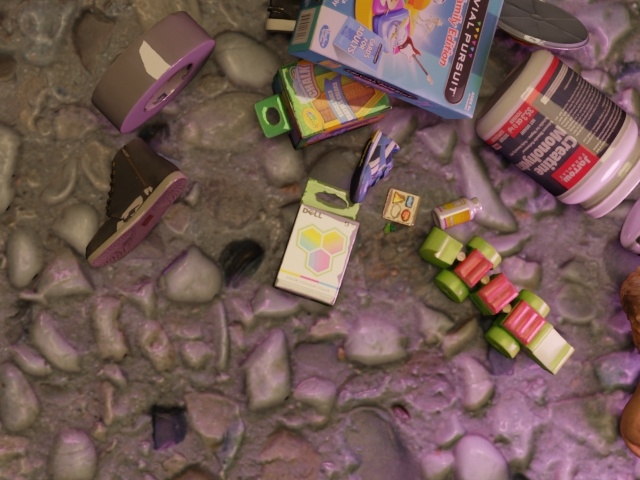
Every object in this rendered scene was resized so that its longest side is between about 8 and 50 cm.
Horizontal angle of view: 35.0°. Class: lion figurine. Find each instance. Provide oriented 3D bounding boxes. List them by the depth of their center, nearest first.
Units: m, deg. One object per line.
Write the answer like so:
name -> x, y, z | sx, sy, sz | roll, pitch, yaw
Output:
lion figurine -> 0.616, 0.255, 1.803 | 0.240, 0.142, 0.392 | 15, 88, 1

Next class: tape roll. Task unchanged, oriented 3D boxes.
tape roll -> -0.276, -0.278, 1.684 | 0.072, 0.219, 0.219 | 45, 82, -2

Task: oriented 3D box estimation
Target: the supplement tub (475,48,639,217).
supplement tub -> 0.427, -0.186, 1.783 | 0.272, 0.191, 0.191 | 38, 82, -3

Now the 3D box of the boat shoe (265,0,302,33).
boat shoe -> 0.075, -0.415, 1.789 | 0.340, 0.127, 0.113 | 2, 97, 2

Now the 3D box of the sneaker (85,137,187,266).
sneaker -> -0.340, -0.063, 1.741 | 0.118, 0.083, 0.222 | 43, 88, 16

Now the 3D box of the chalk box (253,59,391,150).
chalk box -> -0.006, -0.243, 1.760 | 0.213, 0.132, 0.132 | -20, 89, -9

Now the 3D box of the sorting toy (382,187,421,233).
sorting toy -> 0.143, -0.047, 1.825 | 0.062, 0.012, 0.083 | 17, 83, -6

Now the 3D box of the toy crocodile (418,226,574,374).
toy crocodile -> 0.310, 0.102, 1.789 | 0.115, 0.105, 0.340 | -44, 93, -8

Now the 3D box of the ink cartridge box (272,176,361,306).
ink cartridge box -> 0.000, 0.000, 1.777 | 0.109, 0.062, 0.209 | 19, 83, -5

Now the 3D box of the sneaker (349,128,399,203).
sneaker -> 0.096, -0.125, 1.800 | 0.059, 0.053, 0.144 | 28, 75, -15

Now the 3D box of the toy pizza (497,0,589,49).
toy pizza -> 0.382, -0.385, 1.818 | 0.201, 0.201, 0.032 | 12, 126, -6

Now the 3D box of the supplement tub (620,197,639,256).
supplement tub -> 0.652, 0.002, 1.836 | 0.190, 0.117, 0.117 | 26, 83, -5

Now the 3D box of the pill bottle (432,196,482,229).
pill bottle -> 0.246, -0.051, 1.823 | 0.083, 0.043, 0.043 | -19, 88, -8

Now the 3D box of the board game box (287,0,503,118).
board game box -> 0.135, -0.372, 1.666 | 0.336, 0.079, 0.254 | 17, 87, -31
